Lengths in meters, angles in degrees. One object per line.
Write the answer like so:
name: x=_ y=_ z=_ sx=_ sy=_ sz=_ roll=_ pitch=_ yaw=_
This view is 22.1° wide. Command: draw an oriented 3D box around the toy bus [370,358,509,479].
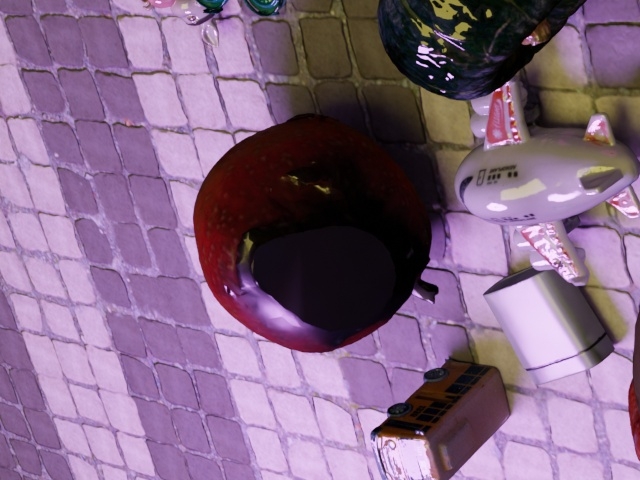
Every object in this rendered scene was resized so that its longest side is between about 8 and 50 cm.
toy bus: x=0.153 y=0.234 z=2.061 sx=0.103 sy=0.182 sz=0.091 roll=5 pitch=121 yaw=40

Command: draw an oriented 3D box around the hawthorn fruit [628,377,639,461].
hawthorn fruit: x=0.435 y=0.208 z=1.781 sx=0.185 sy=0.185 sz=0.202 roll=-1 pitch=138 yaw=45

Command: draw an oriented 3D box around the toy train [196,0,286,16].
toy train: x=-0.077 y=-0.354 z=1.917 sx=0.203 sy=0.112 sz=0.163 roll=11 pitch=119 yaw=37

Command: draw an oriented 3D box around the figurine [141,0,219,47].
figurine: x=-0.175 y=-0.316 z=2.060 sx=0.098 sy=0.081 sz=0.146 roll=5 pitch=119 yaw=12

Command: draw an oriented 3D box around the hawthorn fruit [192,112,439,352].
hawthorn fruit: x=-0.015 y=-0.007 z=1.961 sx=0.316 sy=0.316 sz=0.316 roll=25 pitch=133 yaw=30

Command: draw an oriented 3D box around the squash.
squash: x=0.171 y=-0.257 z=1.633 sx=0.165 sy=0.252 sz=0.252 roll=41 pitch=140 yaw=3

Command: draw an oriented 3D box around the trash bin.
trash bin: x=0.270 y=0.097 z=1.943 sx=0.116 sy=0.059 sz=0.130 roll=-25 pitch=98 yaw=48

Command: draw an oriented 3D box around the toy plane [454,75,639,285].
toy plane: x=0.247 y=-0.068 z=1.803 sx=0.252 sy=0.118 sz=0.252 roll=27 pitch=134 yaw=32

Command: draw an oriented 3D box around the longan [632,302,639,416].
longan: x=0.501 y=0.089 z=1.472 sx=0.436 sy=0.404 sz=0.404 roll=18 pitch=131 yaw=54
